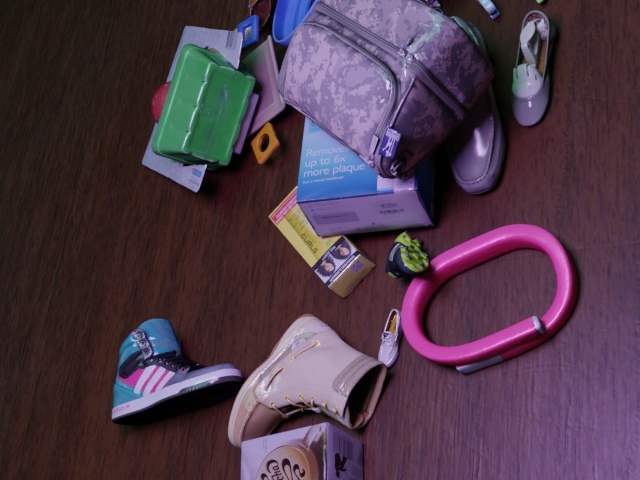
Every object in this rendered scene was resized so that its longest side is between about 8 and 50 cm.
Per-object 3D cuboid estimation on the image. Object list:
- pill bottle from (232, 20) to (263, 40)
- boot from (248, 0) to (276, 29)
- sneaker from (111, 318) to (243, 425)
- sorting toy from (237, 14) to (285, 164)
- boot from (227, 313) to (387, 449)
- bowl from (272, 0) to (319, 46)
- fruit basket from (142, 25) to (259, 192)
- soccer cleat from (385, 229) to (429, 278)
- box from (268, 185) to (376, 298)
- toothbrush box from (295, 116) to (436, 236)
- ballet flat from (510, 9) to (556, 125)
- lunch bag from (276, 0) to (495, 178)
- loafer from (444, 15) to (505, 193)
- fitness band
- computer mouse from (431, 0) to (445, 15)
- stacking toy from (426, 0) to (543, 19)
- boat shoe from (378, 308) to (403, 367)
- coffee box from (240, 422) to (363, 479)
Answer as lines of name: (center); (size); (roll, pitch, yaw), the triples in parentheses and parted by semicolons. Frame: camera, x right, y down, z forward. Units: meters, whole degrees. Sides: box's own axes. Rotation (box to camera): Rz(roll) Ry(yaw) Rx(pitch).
pill bottle: (-0.167, -0.454, 2.279); (0.083, 0.043, 0.043); (-36, 49, 15)
boot: (-0.113, -0.559, 2.202); (0.072, 0.197, 0.152); (7, 38, 1)
sneaker: (-0.271, 0.226, 1.918); (0.295, 0.123, 0.178); (-20, 64, 28)
sorting toy: (-0.136, -0.299, 2.144); (0.196, 0.047, 0.348); (-36, 54, 38)
boot: (-0.023, 0.272, 1.719); (0.203, 0.095, 0.262); (30, 81, 42)
bowl: (0.024, -0.560, 2.059); (0.391, 0.077, 0.391); (-53, 24, 37)
fruit basket: (-0.263, -0.283, 2.164); (0.353, 0.165, 0.327); (27, 100, 65)
soccer cleat: (0.139, 0.038, 1.711); (0.072, 0.060, 0.179); (-56, 6, 13)
box: (0.000, 0.000, 1.879); (0.087, 0.058, 0.232); (-46, 47, 6)
toothbrush box: (0.088, -0.169, 1.824); (0.216, 0.126, 0.296); (-5, 57, 19)
ballet flat: (0.358, -0.300, 1.774); (0.072, 0.068, 0.213); (-3, 64, 36)
lunch bag: (0.094, -0.267, 1.688); (0.305, 0.212, 0.256); (40, 97, 36)
loafer: (0.247, -0.235, 1.778); (0.112, 0.111, 0.320); (-16, 65, 25)
fitness band: (0.262, 0.090, 1.633); (0.290, 0.054, 0.209); (-25, 52, 22)
computer mouse: (0.206, -0.472, 1.937); (0.071, 0.041, 0.242); (-5, 64, 31)
stacking toy: (0.296, -0.460, 1.926); (0.167, 0.052, 0.221); (-40, 48, 13)
boat shoe: (0.115, 0.161, 1.714); (0.035, 0.035, 0.100); (8, 70, 40)
coffee box: (-0.029, 0.453, 1.597); (0.168, 0.119, 0.297); (-17, 56, 28)
